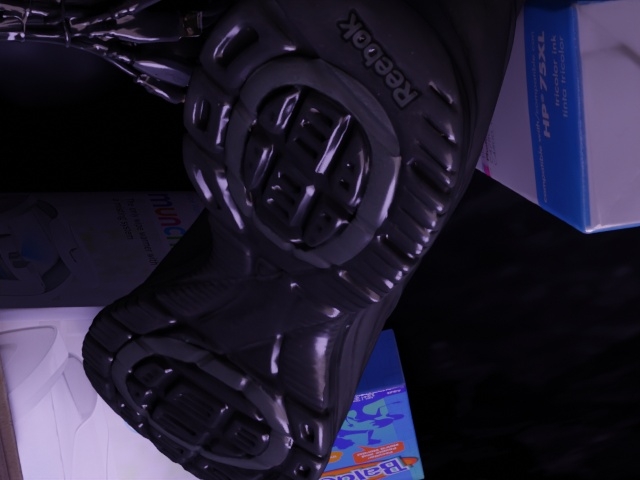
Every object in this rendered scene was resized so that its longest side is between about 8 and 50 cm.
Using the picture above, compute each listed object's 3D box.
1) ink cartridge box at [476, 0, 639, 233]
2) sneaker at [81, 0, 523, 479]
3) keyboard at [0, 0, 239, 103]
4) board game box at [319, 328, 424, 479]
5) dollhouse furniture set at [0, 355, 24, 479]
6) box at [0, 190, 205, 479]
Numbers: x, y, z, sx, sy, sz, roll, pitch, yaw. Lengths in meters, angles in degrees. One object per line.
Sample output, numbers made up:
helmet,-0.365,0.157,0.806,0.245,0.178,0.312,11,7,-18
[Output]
ink cartridge box,0.127,-0.072,0.496,0.134,0.078,0.231,-9,-166,-7
sneaker,0.000,0.000,0.459,0.109,0.130,0.286,38,138,3
keyboard,-0.099,-0.140,0.359,0.317,0.033,0.201,3,121,-25
board game box,-0.010,0.144,0.916,0.160,0.047,0.210,-13,151,2
dollhouse furniture set,-0.204,0.073,0.381,0.198,0.151,0.301,-6,135,-10
box,-0.144,0.114,0.633,0.231,0.127,0.262,0,118,-19
